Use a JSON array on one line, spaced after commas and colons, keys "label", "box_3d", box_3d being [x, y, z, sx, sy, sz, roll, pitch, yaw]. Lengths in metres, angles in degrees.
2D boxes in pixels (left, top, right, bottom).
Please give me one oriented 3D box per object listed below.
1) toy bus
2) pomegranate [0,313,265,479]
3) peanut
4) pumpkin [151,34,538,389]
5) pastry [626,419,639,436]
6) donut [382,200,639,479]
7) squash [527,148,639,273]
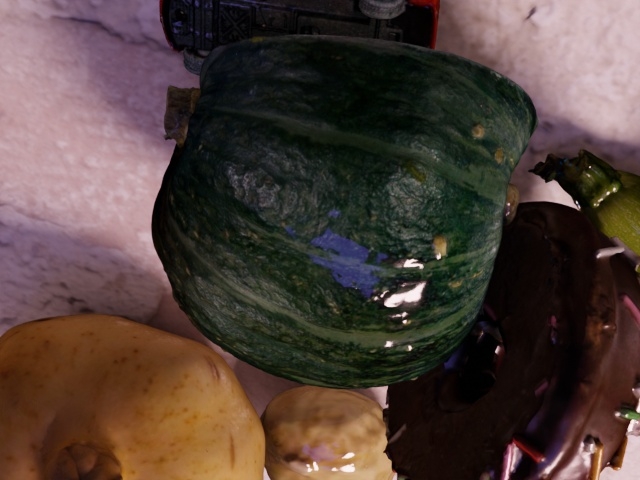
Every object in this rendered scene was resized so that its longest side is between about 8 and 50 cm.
[{"label": "toy bus", "box_3d": [-0.013, -0.166, 0.799, 0.195, 0.089, 0.081, 8, 133, 3]}, {"label": "pomegranate", "box_3d": [-0.207, 0.219, 1.024, 0.343, 0.342, 0.342, 6, 132, 6]}, {"label": "peanut", "box_3d": [0.008, 0.209, 1.119, 0.141, 0.109, 0.159, 11, 144, 18]}, {"label": "pumpkin", "box_3d": [0.000, 0.000, 0.802, 0.264, 0.196, 0.293, 13, 159, -6]}, {"label": "pastry", "box_3d": [0.298, 0.126, 0.990, 0.265, 0.103, 0.112, 22, 114, -1]}, {"label": "donut", "box_3d": [0.148, 0.097, 0.856, 0.103, 0.269, 0.269, 21, 132, -19]}, {"label": "squash", "box_3d": [0.311, 0.022, 0.910, 0.331, 0.087, 0.087, 33, 129, -15]}]
